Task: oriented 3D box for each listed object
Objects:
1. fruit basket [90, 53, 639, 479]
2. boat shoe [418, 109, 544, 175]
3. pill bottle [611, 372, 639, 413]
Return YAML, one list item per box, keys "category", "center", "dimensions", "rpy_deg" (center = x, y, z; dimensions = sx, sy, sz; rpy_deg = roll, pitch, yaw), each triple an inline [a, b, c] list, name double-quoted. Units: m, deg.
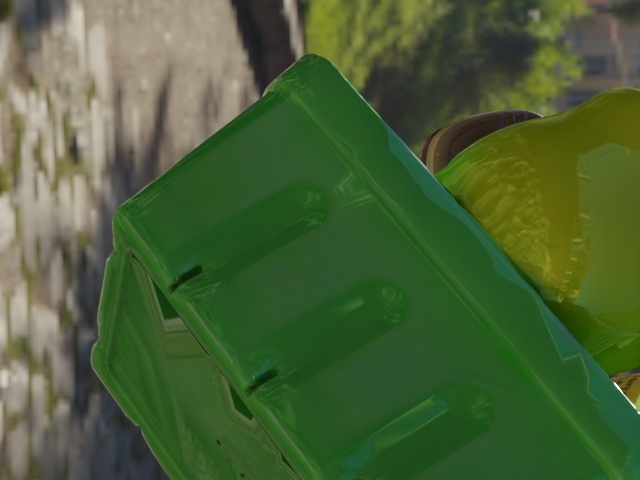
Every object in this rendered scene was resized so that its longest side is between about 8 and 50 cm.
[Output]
- category: "fruit basket"
  center: [0.090, 0.055, 1.020]
  dimensions: [0.283, 0.392, 0.392]
  rpy_deg: [108, -13, -49]
- category: "boat shoe"
  center: [0.209, -0.077, 1.720]
  dimensions: [0.342, 0.123, 0.123]
  rpy_deg: [-7, 96, -43]
- category: "pill bottle"
  center: [0.234, 0.156, 1.125]
  dimensions: [0.131, 0.229, 0.131]
  rpy_deg: [16, 66, -43]
